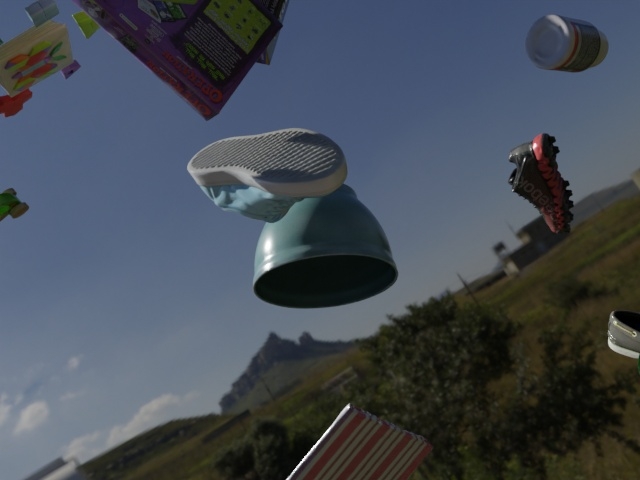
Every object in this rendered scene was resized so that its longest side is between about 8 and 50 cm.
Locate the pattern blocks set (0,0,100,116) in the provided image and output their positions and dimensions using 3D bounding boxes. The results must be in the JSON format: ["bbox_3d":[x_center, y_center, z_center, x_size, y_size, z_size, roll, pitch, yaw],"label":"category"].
[{"bbox_3d":[-0.505,-0.313,1.269,0.285,0.026,0.325,-35,1,-1],"label":"pattern blocks set"}]

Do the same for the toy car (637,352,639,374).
[{"bbox_3d":[0.619,0.201,1.176,0.053,0.239,0.225,15,-12,-23],"label":"toy car"}]

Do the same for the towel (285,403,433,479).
[{"bbox_3d":[0.054,0.302,0.990,0.197,0.029,0.144,34,-83,-39],"label":"towel"}]

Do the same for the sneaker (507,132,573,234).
[{"bbox_3d":[0.549,-0.132,1.826,0.135,0.276,0.098,-11,28,31],"label":"sneaker"}]

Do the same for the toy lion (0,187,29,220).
[{"bbox_3d":[-0.404,-0.019,0.851,0.100,0.034,0.096,-41,-1,6],"label":"toy lion"}]

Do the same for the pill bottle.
[{"bbox_3d":[0.516,-0.403,1.505,0.180,0.108,0.108,-7,-25,-41],"label":"pill bottle"}]

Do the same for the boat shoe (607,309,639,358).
[{"bbox_3d":[0.819,0.235,1.686,0.305,0.091,0.109,12,37,41],"label":"boat shoe"}]

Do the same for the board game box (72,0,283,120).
[{"bbox_3d":[-0.235,-0.367,1.064,0.056,0.347,0.208,-19,35,51],"label":"board game box"}]

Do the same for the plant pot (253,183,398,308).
[{"bbox_3d":[0.000,0.000,1.499,0.293,0.196,0.293,-6,-24,-3],"label":"plant pot"}]

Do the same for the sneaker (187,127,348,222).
[{"bbox_3d":[-0.073,-0.101,1.276,0.366,0.150,0.135,11,55,46],"label":"sneaker"}]

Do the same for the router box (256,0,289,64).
[{"bbox_3d":[-0.205,-0.609,1.812,0.081,0.242,0.309,80,-156,-73],"label":"router box"}]
